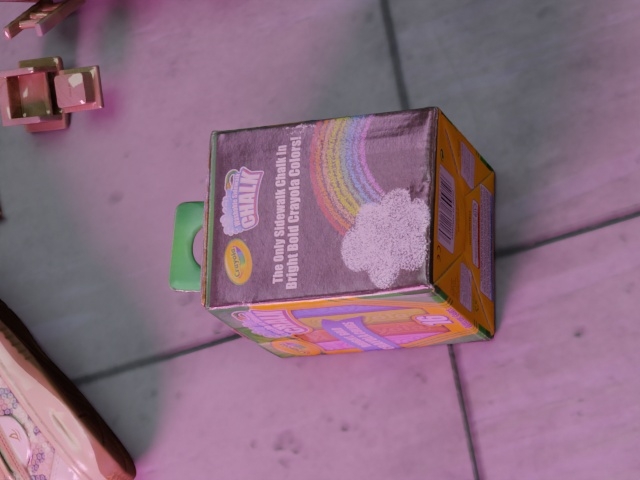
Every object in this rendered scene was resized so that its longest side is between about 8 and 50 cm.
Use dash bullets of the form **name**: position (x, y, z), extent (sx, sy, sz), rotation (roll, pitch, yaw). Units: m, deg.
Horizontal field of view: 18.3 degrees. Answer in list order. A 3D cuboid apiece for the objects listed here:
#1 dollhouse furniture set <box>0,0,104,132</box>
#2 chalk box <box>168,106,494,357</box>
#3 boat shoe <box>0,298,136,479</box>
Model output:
- **dollhouse furniture set**: position (-0.150, -0.171, 1.525), extent (0.182, 0.101, 0.161), rotation (-4, 94, 21)
- **chalk box**: position (0.000, 0.000, 1.356), extent (0.213, 0.132, 0.132), rotation (-5, 70, 23)
- **boat shoe**: position (-0.251, 0.096, 1.442), extent (0.089, 0.104, 0.285), rotation (-45, 61, 0)
